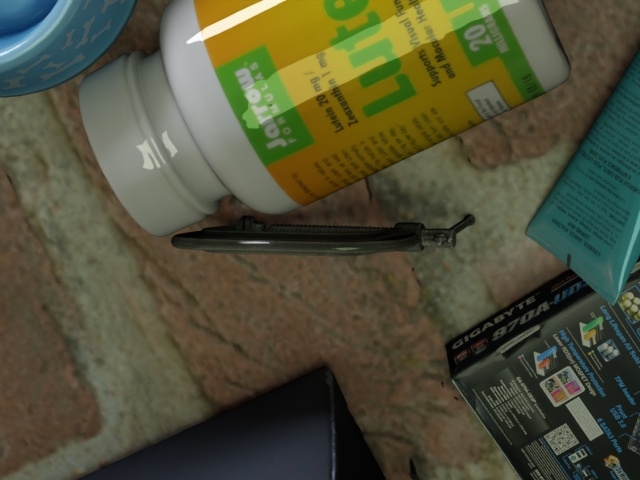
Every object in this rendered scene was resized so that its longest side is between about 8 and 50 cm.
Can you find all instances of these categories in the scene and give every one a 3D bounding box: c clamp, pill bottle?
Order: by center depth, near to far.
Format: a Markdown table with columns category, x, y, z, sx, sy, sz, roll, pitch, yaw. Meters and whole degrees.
| category | x | y | z | sx | sy | sz | roll | pitch | yaw |
| --- | --- | --- | --- | --- | --- | --- | --- | --- | --- |
| pill bottle | -0.001 | -0.097 | 0.882 | 0.245 | 0.136 | 0.136 | -25 | 108 | 12 |
| c clamp | 0.000 | 0.000 | 0.942 | 0.160 | 0.137 | 0.022 | 1 | 97 | 14 |

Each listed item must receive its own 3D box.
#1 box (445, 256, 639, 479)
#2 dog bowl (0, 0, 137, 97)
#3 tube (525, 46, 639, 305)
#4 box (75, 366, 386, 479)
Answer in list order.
| category | x | y | z | sx | sy | sz | roll | pitch | yaw |
| --- | --- | --- | --- | --- | --- | --- | --- | --- | --- |
| box | 0.208 | 0.113 | 1.007 | 0.175 | 0.051 | 0.220 | -33 | 107 | 11 |
| dog bowl | -0.199 | -0.219 | 0.845 | 0.166 | 0.074 | 0.297 | -15 | 97 | 7 |
| tube | 0.193 | -0.071 | 0.936 | 0.052 | 0.080 | 0.207 | 15 | 111 | -40 |
| box | -0.061 | 0.286 | 0.990 | 0.296 | 0.183 | 0.294 | -26 | 106 | 8 |
